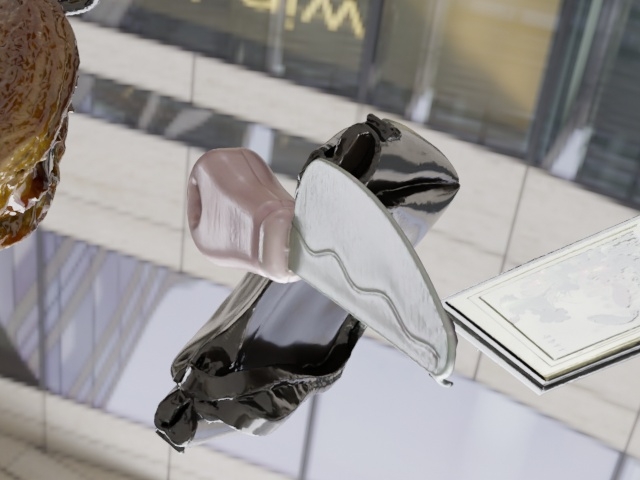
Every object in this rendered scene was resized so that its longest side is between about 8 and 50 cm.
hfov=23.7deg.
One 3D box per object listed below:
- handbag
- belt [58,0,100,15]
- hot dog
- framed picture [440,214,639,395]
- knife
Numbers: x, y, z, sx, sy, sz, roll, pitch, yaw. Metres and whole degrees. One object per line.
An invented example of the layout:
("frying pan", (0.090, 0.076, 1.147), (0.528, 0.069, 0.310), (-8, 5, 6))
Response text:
("handbag", (-0.012, 0.035, 1.158), (0.113, 0.285, 0.257), (38, -173, 8))
("belt", (-0.261, -0.351, 1.384), (0.184, 0.289, 0.164), (8, -128, 3))
("hot dog", (-0.237, -0.091, 1.146), (0.099, 0.160, 0.227), (11, -114, -10))
("framed picture", (0.208, 0.051, 1.175), (0.199, 0.195, 0.010), (-25, -129, 25))
("knife", (0.000, -0.003, 0.786), (0.043, 0.081, 0.336), (-2, -169, -23))
